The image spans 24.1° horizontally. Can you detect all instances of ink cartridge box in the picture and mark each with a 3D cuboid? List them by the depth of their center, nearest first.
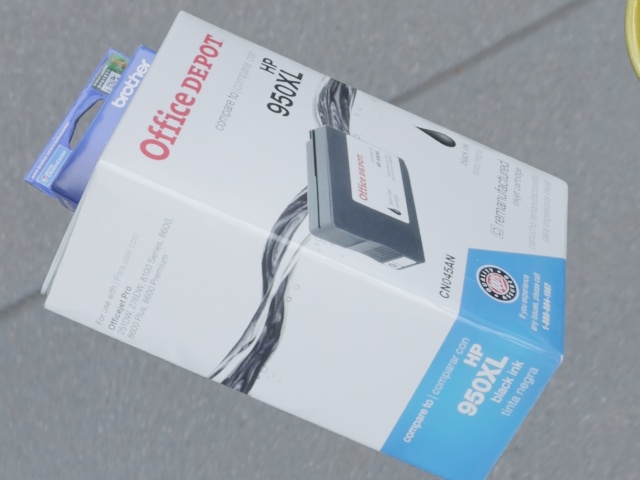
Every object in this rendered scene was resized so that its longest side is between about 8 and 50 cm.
[{"bbox_3d":[0.000,0.000,1.282,0.394,0.166,0.285,23,33,-5],"label":"ink cartridge box"},{"bbox_3d":[-0.141,-0.075,1.543,0.311,0.065,0.186,27,77,16],"label":"ink cartridge box"}]

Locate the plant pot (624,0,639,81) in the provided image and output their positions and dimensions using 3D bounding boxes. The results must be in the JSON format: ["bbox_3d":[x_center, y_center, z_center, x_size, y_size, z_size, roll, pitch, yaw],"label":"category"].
[{"bbox_3d":[0.491,-0.224,1.600,0.239,0.254,0.254,10,52,-51],"label":"plant pot"}]
